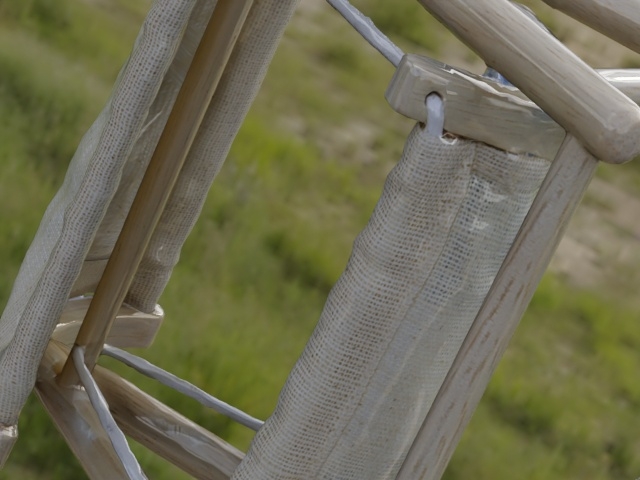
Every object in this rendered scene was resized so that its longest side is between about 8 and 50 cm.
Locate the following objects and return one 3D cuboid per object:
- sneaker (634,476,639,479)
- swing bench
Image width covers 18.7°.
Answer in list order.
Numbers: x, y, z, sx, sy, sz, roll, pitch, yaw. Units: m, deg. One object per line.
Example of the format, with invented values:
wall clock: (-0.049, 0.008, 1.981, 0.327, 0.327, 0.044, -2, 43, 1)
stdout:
sneaker: (0.195, 0.151, 0.739, 0.292, 0.108, 0.169, 78, -11, -77)
swing bench: (0.000, 0.000, 0.697, 0.254, 0.253, 0.165, 37, 24, 30)
